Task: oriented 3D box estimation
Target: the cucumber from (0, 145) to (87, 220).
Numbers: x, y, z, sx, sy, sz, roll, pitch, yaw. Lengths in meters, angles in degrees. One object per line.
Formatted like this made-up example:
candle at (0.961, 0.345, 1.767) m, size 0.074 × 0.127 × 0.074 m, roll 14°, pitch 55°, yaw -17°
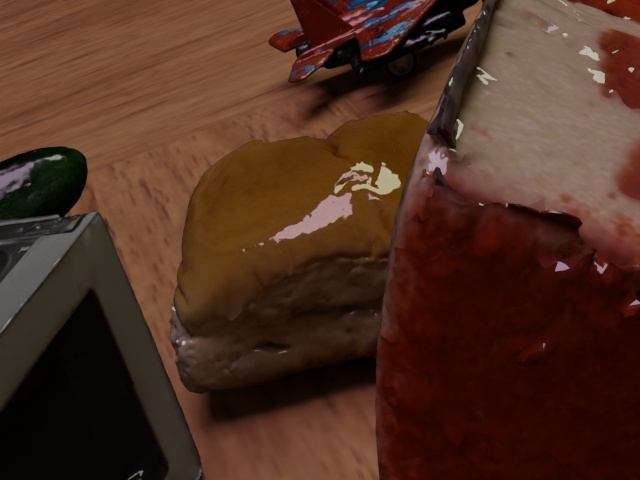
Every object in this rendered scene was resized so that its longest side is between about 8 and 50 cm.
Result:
cucumber at (-0.234, 0.033, 0.655) m, size 0.284 × 0.056 × 0.056 m, roll -33°, pitch 30°, yaw -17°

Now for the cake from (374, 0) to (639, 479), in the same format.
cake at (0.138, 0.049, 0.397) m, size 0.262 × 0.159 × 0.158 m, roll 24°, pitch 37°, yaw 5°

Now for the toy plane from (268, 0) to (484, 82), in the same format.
toy plane at (0.064, -0.138, 0.787) m, size 0.189 × 0.061 × 0.130 m, roll -15°, pitch 26°, yaw -4°

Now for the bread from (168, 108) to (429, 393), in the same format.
bread at (-0.001, 0.001, 0.535) m, size 0.125 × 0.082 × 0.106 m, roll -12°, pitch 20°, yaw 7°

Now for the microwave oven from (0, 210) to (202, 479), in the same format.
microwave oven at (-0.151, 0.093, 0.410) m, size 0.162 × 0.122 × 0.208 m, roll -6°, pitch 29°, yaw 22°
